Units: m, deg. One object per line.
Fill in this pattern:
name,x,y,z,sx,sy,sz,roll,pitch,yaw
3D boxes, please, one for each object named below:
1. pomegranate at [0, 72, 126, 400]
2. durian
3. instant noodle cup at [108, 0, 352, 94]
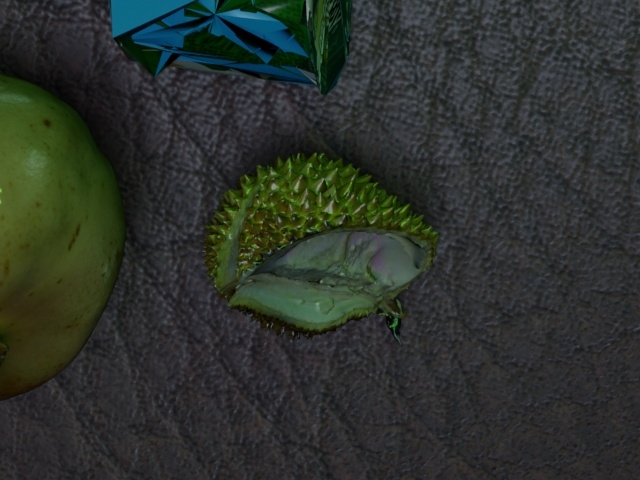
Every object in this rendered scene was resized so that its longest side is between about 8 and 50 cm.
pomegranate,-0.314,0.008,1.703,0.319,0.319,0.319,1,105,3
durian,0.000,0.000,1.788,0.193,0.138,0.237,-35,142,12
instant noodle cup,-0.073,-0.242,1.685,0.178,0.240,0.240,2,105,10
